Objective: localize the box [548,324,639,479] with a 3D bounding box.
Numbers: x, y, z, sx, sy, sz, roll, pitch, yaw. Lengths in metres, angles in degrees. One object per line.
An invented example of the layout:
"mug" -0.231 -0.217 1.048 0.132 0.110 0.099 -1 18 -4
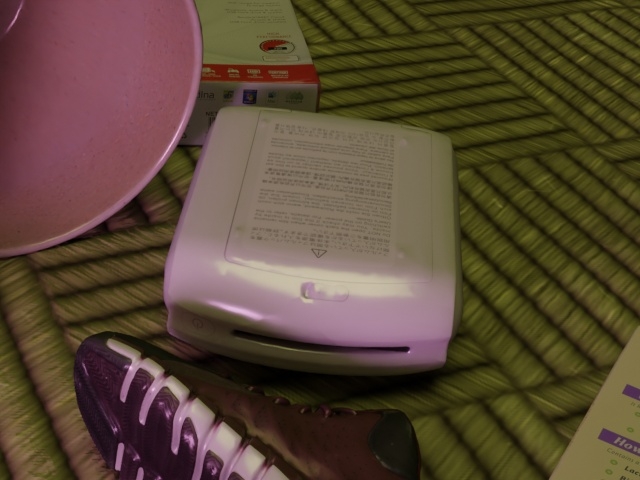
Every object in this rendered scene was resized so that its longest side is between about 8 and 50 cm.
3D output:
"box" 0.267 0.199 0.786 0.213 0.117 0.243 22 37 21

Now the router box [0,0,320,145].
"router box" -0.191 -0.218 1.348 0.335 0.082 0.301 -1 35 -12

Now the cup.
"cup" -0.305 -0.184 1.045 0.331 0.331 0.237 -15 42 -30

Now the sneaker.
"sneaker" -0.037 0.144 0.842 0.281 0.106 0.162 37 37 21

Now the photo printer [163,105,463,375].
"photo printer" 0.000 0.000 1.039 0.256 0.107 0.307 7 34 0
